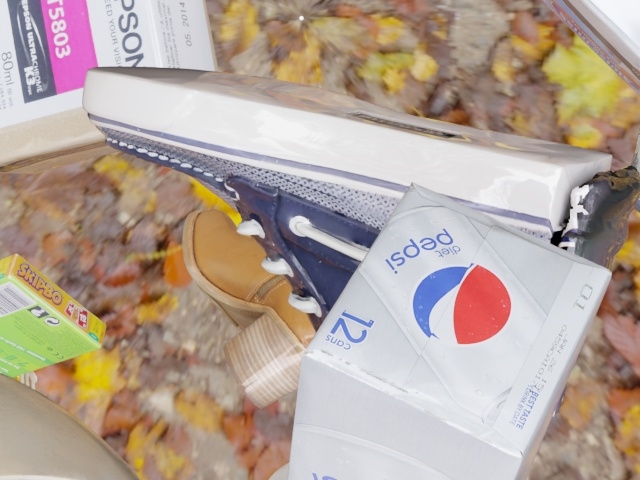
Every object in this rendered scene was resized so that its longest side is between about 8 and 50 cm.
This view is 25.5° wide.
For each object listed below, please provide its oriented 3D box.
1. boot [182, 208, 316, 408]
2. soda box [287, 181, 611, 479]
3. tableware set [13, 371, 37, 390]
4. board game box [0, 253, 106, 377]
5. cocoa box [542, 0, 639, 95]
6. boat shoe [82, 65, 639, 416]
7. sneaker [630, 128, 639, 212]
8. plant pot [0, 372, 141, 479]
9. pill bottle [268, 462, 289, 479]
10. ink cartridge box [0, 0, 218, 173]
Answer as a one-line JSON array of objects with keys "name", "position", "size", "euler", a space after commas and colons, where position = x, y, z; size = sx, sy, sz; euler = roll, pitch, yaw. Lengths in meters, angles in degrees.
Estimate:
[{"name": "boot", "position": [-0.014, 0.015, 1.416], "size": [0.220, 0.283, 0.109], "euler": [-35, 125, 6]}, {"name": "soda box", "position": [0.042, 0.109, 0.638], "size": [0.091, 0.286, 0.098], "euler": [25, 55, 12]}, {"name": "tableware set", "position": [-0.364, 0.111, 1.707], "size": [0.104, 0.024, 0.154], "euler": [35, 135, 33]}, {"name": "board game box", "position": [-0.342, 0.093, 1.366], "size": [0.259, 0.039, 0.124], "euler": [-21, 132, 30]}, {"name": "cocoa box", "position": [0.470, -0.360, 1.728], "size": [0.347, 0.228, 0.231], "euler": [-45, 87, 4]}, {"name": "boat shoe", "position": [0.000, 0.000, 0.805], "size": [0.341, 0.127, 0.158], "euler": [16, 105, 28]}, {"name": "sneaker", "position": [0.311, -0.155, 1.150], "size": [0.122, 0.110, 0.283], "euler": [33, 82, -40]}, {"name": "plant pot", "position": [-0.232, 0.169, 0.767], "size": [0.284, 0.191, 0.284], "euler": [-17, 133, -20]}, {"name": "pill bottle", "position": [0.052, 0.443, 1.701], "size": [0.204, 0.204, 0.361], "euler": [-12, 102, 1]}, {"name": "ink cartridge box", "position": [-0.191, -0.183, 1.100], "size": [0.193, 0.088, 0.234], "euler": [-12, 86, 27]}]
